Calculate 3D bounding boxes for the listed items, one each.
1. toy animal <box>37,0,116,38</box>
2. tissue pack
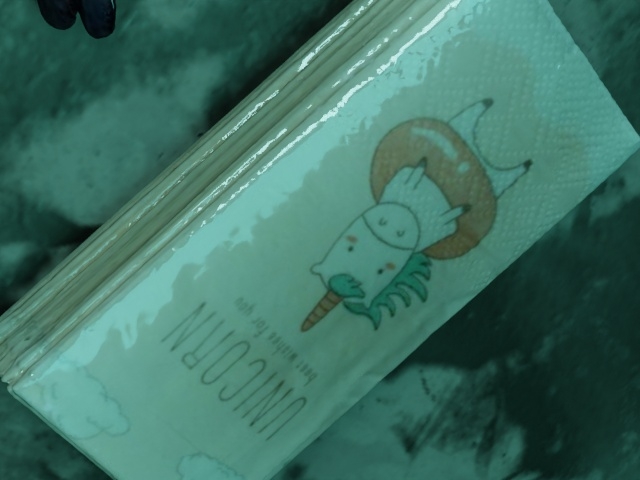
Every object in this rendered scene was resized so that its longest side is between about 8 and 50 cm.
[{"bbox_3d":[-0.188,-0.214,0.698,0.284,0.225,0.302,-13,114,-45],"label":"toy animal"},{"bbox_3d":[0.000,0.000,0.961,0.325,0.071,0.170,-42,131,-1],"label":"tissue pack"}]
